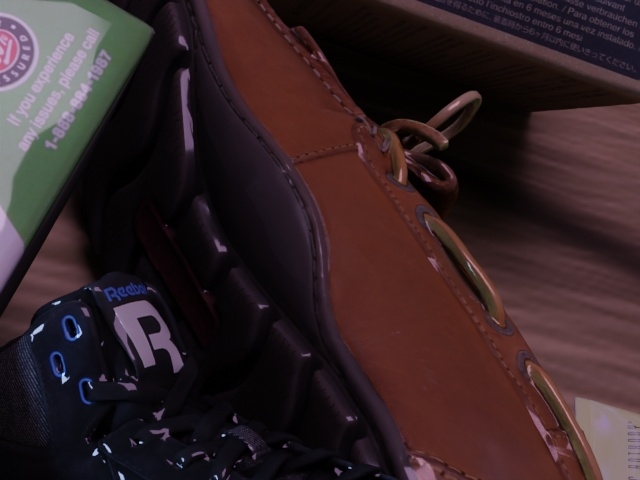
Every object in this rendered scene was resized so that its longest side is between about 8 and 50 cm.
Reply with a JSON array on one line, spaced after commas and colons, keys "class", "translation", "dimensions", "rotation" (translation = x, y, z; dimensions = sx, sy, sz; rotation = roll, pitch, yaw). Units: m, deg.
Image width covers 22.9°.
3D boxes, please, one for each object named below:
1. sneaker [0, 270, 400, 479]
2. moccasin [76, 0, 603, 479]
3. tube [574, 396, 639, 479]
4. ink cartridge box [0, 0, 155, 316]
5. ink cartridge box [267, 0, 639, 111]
[{"class": "sneaker", "translation": [-0.032, 0.067, 0.474], "dimensions": [0.217, 0.121, 0.079], "rotation": [-7, 6, 32]}, {"class": "moccasin", "translation": [0.001, -0.003, 0.672], "dimensions": [0.147, 0.139, 0.380], "rotation": [3, 36, -37]}, {"class": "tube", "translation": [0.224, 0.132, 0.691], "dimensions": [0.240, 0.062, 0.070], "rotation": [17, -6, -1]}, {"class": "ink cartridge box", "translation": [-0.228, -0.044, 0.521], "dimensions": [0.278, 0.117, 0.201], "rotation": [30, 56, -7]}, {"class": "ink cartridge box", "translation": [0.069, -0.140, 0.847], "dimensions": [0.193, 0.088, 0.235], "rotation": [19, 1, -8]}]
